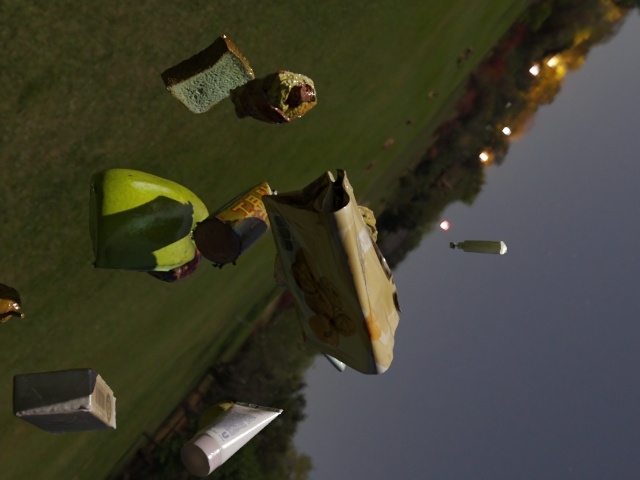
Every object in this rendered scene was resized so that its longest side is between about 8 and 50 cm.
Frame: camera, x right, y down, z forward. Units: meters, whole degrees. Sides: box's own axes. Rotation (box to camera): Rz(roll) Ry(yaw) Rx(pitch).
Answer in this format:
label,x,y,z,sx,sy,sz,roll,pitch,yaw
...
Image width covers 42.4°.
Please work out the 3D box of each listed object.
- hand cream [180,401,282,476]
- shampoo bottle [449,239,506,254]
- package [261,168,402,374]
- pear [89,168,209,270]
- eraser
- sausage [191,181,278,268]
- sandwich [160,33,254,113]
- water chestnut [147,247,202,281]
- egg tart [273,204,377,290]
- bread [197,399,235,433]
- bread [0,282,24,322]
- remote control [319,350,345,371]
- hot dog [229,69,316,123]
label,x,y,z,sx,sy,sz,roll,pitch,yaw
hand cream,-0.208,0.428,1.843,0.133,0.083,0.248,6,-159,32
shampoo bottle,0.387,0.016,2.046,0.049,0.141,0.034,-6,98,-61
package,0.051,0.042,1.426,0.165,0.311,0.221,-30,-154,-27
pear,-0.444,-0.059,2.146,0.342,0.318,0.238,-138,-126,-65
eraser,-0.488,0.320,1.604,0.343,0.144,0.078,105,-20,-70
sausage,-0.175,-0.050,1.978,0.117,0.125,0.317,-14,-164,30
sandwich,-0.301,-0.444,2.230,0.215,0.065,0.186,-28,153,8
water chestnut,-0.464,0.018,2.403,0.238,0.223,0.223,-30,169,-37
egg tart,0.000,0.000,1.915,0.291,0.107,0.291,-24,147,-17
bread,-0.257,0.489,2.180,0.156,0.125,0.086,-36,161,29
bread,-0.815,0.136,1.956,0.124,0.344,0.084,-58,140,-29
remote control,0.024,0.242,1.849,0.018,0.124,0.053,-7,-133,40
hot dog,-0.105,-0.303,1.796,0.146,0.103,0.213,3,170,-45
